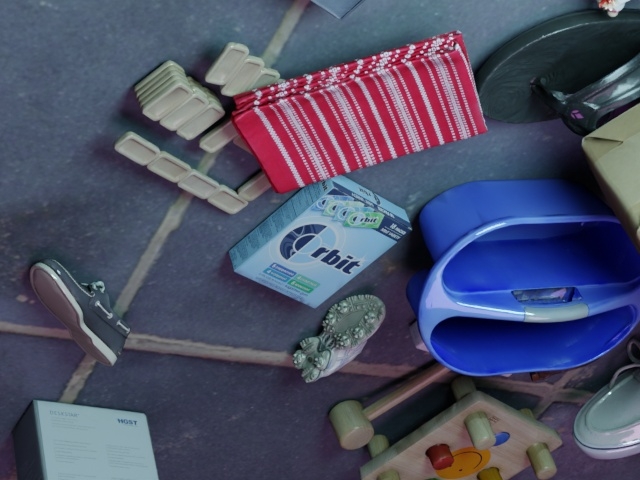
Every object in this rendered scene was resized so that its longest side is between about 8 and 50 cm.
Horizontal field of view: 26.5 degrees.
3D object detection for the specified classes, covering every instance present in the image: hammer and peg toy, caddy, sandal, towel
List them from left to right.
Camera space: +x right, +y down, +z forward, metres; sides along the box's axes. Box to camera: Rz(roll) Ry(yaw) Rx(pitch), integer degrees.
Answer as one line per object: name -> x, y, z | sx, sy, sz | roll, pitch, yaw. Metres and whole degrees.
towel -> 0.048, -0.140, 1.580 | 0.275, 0.031, 0.199 | -16, 149, 7
hammer and peg toy -> 0.200, 0.329, 2.165 | 0.266, 0.127, 0.361 | -37, 137, 22
caddy -> 0.276, 0.056, 1.793 | 0.341, 0.179, 0.241 | -3, 120, -18
sandal -> 0.404, -0.193, 1.651 | 0.446, 0.107, 0.167 | -4, 140, -17

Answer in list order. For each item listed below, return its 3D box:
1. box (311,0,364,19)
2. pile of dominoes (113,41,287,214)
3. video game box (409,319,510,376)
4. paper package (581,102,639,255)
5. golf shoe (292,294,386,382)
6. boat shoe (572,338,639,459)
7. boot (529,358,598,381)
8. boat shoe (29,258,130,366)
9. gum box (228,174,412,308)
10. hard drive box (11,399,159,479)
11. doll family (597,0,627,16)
box -> 0.004, -0.344, 1.359 | 0.183, 0.059, 0.233 | -38, 136, 24
pile of dominoes -> -0.108, -0.137, 1.594 | 0.196, 0.040, 0.251 | -35, 146, 18
video game box -> 0.265, 0.111, 2.000 | 0.205, 0.048, 0.187 | 20, 129, -37
paper package -> 0.520, -0.055, 1.626 | 0.309, 0.168, 0.325 | -33, 133, 11
golf shoe -> 0.039, 0.135, 1.944 | 0.176, 0.069, 0.086 | -41, 156, 30
boat shoe -> 0.559, 0.217, 2.169 | 0.367, 0.136, 0.156 | -27, 140, 6
boot -> 0.384, 0.180, 2.134 | 0.114, 0.037, 0.106 | -15, 154, 1
boat shoe -> -0.306, 0.080, 1.751 | 0.065, 0.075, 0.206 | -54, 142, -25
gum box -> 0.000, 0.000, 1.773 | 0.184, 0.041, 0.157 | -40, 136, 25
hard drive box -> -0.322, 0.349, 1.905 | 0.181, 0.232, 0.089 | 13, 132, -31
doll family -> 0.374, -0.356, 1.470 | 0.163, 0.118, 0.263 | -4, 157, -26
